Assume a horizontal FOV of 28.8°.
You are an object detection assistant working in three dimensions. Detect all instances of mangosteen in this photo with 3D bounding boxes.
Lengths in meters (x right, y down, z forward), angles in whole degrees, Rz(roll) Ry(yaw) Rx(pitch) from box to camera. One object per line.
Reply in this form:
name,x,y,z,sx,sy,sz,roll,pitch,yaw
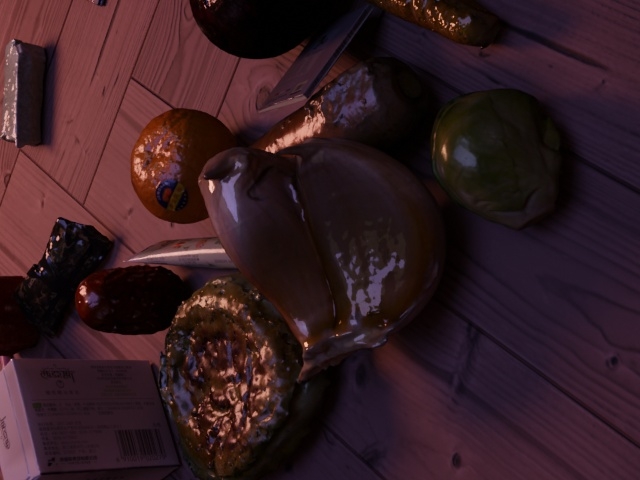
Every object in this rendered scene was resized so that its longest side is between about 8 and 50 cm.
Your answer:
mangosteen,-0.110,-0.378,1.757,0.235,0.261,0.235,-21,63,50

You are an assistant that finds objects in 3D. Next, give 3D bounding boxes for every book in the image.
book,-0.008,-0.251,1.730,0.127,0.014,0.181,-10,40,56

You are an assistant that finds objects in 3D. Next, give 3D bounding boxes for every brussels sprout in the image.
brussels sprout,0.206,-0.099,1.505,0.131,0.145,0.183,124,141,-59

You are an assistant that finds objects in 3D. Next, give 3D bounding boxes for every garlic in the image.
garlic,0.000,0.000,1.608,0.286,0.249,0.313,-26,90,53

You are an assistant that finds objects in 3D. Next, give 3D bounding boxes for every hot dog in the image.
hot dog,0.125,-0.321,1.655,0.289,0.083,0.068,38,130,41

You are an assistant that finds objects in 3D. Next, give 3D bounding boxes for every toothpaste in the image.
toothpaste,-0.178,0.018,1.914,0.314,0.058,0.056,0,71,44

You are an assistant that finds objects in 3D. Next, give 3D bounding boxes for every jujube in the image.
jujube,-0.295,0.094,1.941,0.109,0.176,0.112,17,103,49

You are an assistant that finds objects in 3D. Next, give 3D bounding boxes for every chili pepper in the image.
chili pepper,-0.605,0.135,2.199,0.136,0.253,0.144,32,100,23

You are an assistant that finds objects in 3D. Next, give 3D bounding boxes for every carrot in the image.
carrot,0.019,-0.141,1.702,0.302,0.139,0.138,-33,63,46

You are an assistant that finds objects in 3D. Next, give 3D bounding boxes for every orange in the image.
orange,-0.204,-0.112,1.894,0.177,0.155,0.177,-2,87,37

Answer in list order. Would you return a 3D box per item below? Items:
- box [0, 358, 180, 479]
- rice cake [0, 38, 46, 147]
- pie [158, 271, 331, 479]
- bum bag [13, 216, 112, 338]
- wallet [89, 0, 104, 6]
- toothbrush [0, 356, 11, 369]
box,-0.369,0.291,1.932,0.111,0.260,0.194,-43,56,37
rice cake,-0.554,-0.270,2.323,0.063,0.069,0.206,-3,85,42
pie,-0.118,0.204,1.805,0.354,0.103,0.288,-54,49,25
bum bag,-0.457,0.060,2.170,0.248,0.102,0.069,-55,17,23
wallet,-0.393,-0.526,2.228,0.103,0.020,0.196,31,106,42
toothbrush,-0.611,0.138,2.358,0.025,0.020,0.286,-39,58,44
